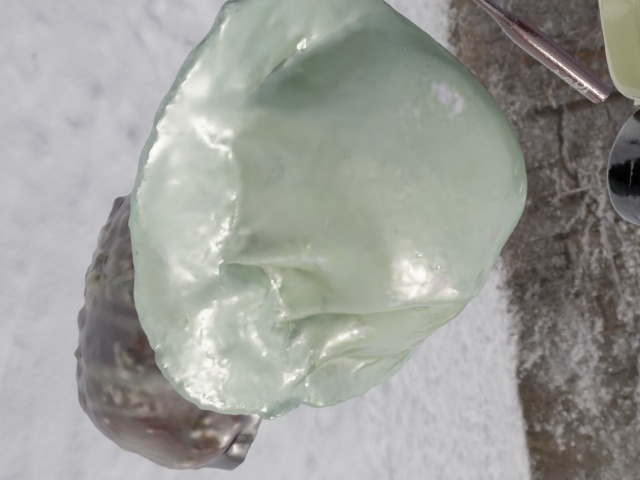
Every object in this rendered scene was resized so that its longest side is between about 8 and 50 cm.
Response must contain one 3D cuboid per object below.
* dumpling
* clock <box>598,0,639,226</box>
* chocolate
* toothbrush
[{"bbox_3d":[0.010,-0.020,0.519,0.320,0.270,0.212,37,17,-22],"label":"dumpling"},{"bbox_3d":[0.293,-0.214,0.518,0.120,0.276,0.379,29,-32,56],"label":"clock"},{"bbox_3d":[-0.172,0.086,0.821,0.210,0.225,0.340,13,85,-27],"label":"chocolate"},{"bbox_3d":[0.333,-0.312,1.114,0.364,0.041,0.041,25,44,-29],"label":"toothbrush"}]
